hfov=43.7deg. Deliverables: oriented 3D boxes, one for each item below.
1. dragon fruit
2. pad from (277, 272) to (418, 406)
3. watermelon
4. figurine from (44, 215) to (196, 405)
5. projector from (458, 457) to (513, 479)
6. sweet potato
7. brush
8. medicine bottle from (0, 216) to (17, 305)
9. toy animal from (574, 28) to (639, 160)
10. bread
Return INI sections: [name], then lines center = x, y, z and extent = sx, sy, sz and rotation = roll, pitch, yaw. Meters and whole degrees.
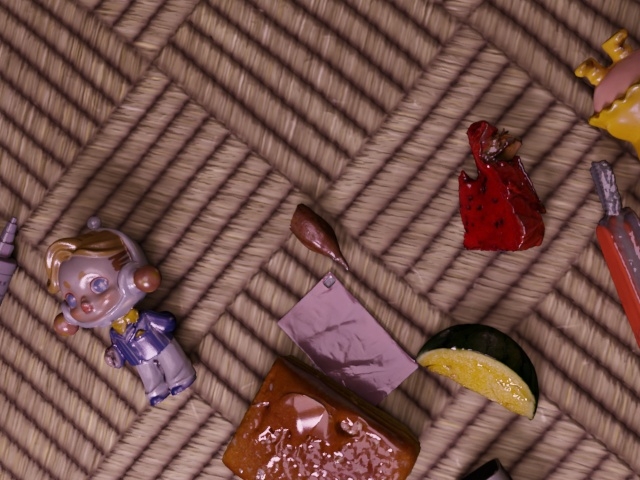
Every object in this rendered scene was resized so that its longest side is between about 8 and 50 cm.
[dragon fruit]
center = 0.252, -0.076, 1.114
extent = 0.092, 0.122, 0.192
rotation = -11, 82, -31
[pad]
center = 0.038, 0.151, 1.160
extent = 0.113, 0.006, 0.188
rotation = -44, 83, 7
[watermelon]
center = 0.234, 0.164, 1.117
extent = 0.182, 0.075, 0.092
rotation = 24, 136, 10
[figurine]
center = -0.274, 0.099, 1.154
extent = 0.274, 0.133, 0.194
rotation = 39, 118, 2
[projector]
center = 0.232, 0.358, 1.087
extent = 0.083, 0.083, 0.082
rotation = -35, 84, 6
[sweet potato]
center = 0.000, 0.000, 1.148
extent = 0.049, 0.049, 0.117
rotation = -45, 83, 5
[brush]
center = 0.420, 0.045, 1.074
extent = 0.051, 0.070, 0.323
rotation = -18, 83, 7
[medicine bottle]
center = -0.502, 0.057, 1.219
extent = 0.058, 0.057, 0.199
rotation = 23, 92, 8
[toy animal]
center = 0.440, -0.168, 1.045
extent = 0.156, 0.156, 0.230
rotation = -43, 94, 6
[bread]
center = 0.002, 0.292, 1.110
extent = 0.234, 0.110, 0.184
rotation = 30, 95, 8
